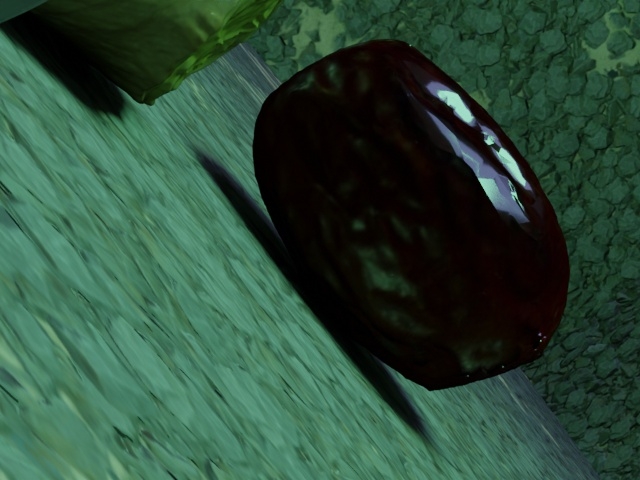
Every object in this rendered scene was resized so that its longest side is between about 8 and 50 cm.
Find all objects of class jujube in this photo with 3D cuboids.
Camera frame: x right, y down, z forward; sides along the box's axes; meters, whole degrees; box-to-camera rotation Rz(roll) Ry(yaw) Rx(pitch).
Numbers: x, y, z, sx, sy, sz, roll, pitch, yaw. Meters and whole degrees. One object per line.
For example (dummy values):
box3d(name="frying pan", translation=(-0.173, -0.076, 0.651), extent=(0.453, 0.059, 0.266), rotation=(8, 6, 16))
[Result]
box3d(name="jujube", translation=(0.067, -0.017, 1.196), extent=(0.243, 0.183, 0.183), rotation=(62, 5, 5))

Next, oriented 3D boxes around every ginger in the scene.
box3d(name="ginger", translation=(-0.120, -0.174, 0.952), extent=(0.221, 0.130, 0.275), rotation=(41, 0, -9))

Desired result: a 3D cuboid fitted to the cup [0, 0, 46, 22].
box3d(name="cup", translation=(-0.160, -0.232, 0.464), extent=(0.317, 0.212, 0.212), rotation=(46, 7, -37))
